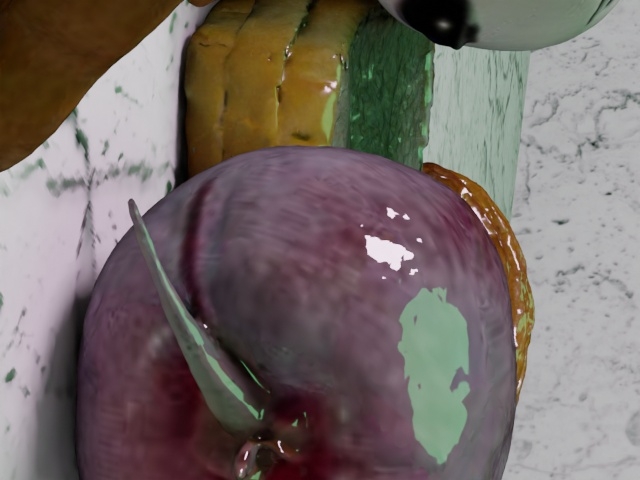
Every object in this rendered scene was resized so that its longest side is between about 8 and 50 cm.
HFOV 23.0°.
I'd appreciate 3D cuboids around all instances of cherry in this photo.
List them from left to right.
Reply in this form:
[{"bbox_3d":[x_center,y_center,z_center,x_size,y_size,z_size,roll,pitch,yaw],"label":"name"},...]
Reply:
[{"bbox_3d":[-0.006,0.065,0.667,0.266,0.183,0.213,-4,113,-63],"label":"cherry"}]

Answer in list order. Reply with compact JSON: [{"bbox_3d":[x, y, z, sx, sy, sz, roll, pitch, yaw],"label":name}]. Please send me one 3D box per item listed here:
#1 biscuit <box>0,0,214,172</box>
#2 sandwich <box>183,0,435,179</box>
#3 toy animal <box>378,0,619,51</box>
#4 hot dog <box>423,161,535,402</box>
[{"bbox_3d":[-0.032,-0.167,0.485,0.284,0.043,0.306,-47,-151,24],"label":"biscuit"},{"bbox_3d":[0.000,0.000,0.908,0.271,0.099,0.301,-47,141,-72],"label":"sandwich"},{"bbox_3d":[0.101,-0.221,0.838,0.267,0.212,0.212,-108,-169,-53],"label":"toy animal"},{"bbox_3d":[0.069,0.082,1.150,0.114,0.175,0.259,23,66,-37],"label":"hot dog"}]
